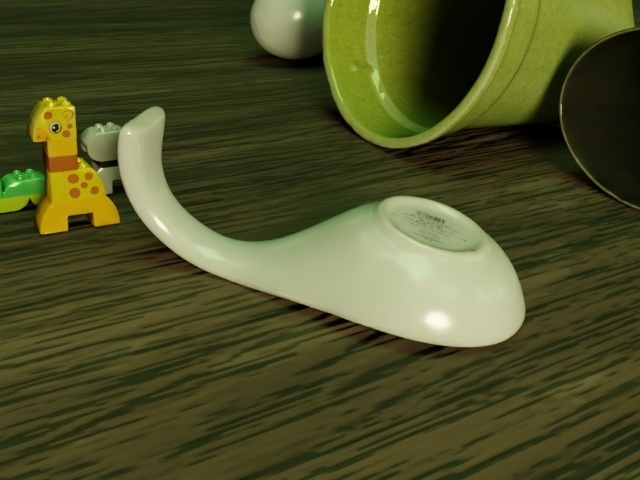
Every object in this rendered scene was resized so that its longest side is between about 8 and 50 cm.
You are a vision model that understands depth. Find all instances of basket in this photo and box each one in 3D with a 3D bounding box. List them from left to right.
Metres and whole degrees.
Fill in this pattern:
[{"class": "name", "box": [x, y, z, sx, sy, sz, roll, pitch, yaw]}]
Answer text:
[{"class": "basket", "box": [0.372, -0.114, 0.728, 0.226, 0.154, 0.204, -10, 30, -36]}]

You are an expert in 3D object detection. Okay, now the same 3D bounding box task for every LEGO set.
[{"class": "LEGO set", "box": [-0.213, -0.057, 0.555, 0.227, 0.093, 0.087, -12, 30, -32]}]

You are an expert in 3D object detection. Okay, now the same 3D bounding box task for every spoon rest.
[{"class": "spoon rest", "box": [0.000, 0.000, 0.517, 0.276, 0.084, 0.137, 22, 28, 4]}]

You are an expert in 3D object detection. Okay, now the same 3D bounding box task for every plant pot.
[{"class": "plant pot", "box": [0.183, -0.224, 0.830, 0.253, 0.276, 0.276, 2, 23, -35]}]

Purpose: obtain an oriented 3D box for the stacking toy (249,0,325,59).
[{"class": "stacking toy", "box": [0.106, -0.379, 1.158, 0.479, 0.351, 0.350, -28, 37, -20]}]
